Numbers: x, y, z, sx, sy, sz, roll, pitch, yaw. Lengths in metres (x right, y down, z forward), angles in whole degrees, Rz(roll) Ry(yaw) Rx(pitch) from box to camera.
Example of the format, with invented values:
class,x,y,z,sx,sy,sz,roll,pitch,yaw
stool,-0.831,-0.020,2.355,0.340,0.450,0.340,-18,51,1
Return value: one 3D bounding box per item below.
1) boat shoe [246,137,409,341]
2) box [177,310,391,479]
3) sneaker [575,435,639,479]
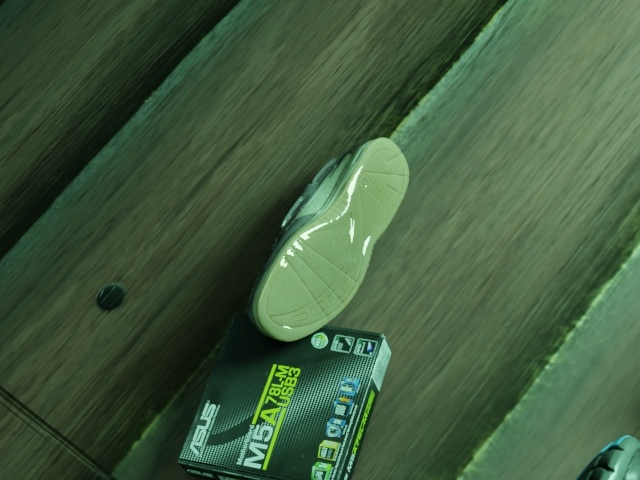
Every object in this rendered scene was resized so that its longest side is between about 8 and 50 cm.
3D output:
class,x,y,z,sx,sy,sz,roll,pitch,yaw
boat shoe,0.000,0.000,1.515,0.092,0.103,0.285,-10,41,51
box,-0.037,0.177,1.447,0.184,0.045,0.191,9,61,21
sneaker,0.265,0.343,1.216,0.139,0.125,0.341,21,61,-1
